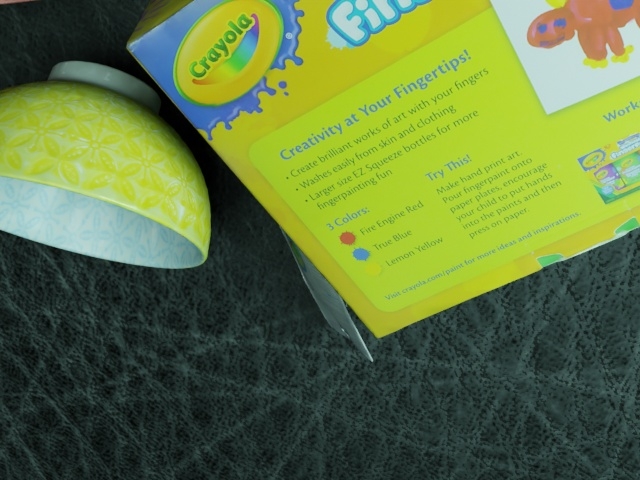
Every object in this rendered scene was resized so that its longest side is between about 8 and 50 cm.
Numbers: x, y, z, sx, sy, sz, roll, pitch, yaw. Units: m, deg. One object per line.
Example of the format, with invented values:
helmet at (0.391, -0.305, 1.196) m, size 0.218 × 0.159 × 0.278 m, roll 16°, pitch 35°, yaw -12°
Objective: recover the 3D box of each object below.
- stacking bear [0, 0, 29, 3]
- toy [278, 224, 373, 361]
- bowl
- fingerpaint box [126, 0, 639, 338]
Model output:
stacking bear at (-0.336, -0.366, 0.829) m, size 0.164 × 0.175 × 0.289 m, roll 1°, pitch 109°, yaw 18°
toy at (0.000, 0.000, 0.946) m, size 0.056 × 0.137 × 0.237 m, roll -32°, pitch 109°, yaw -9°
bowl at (-0.236, -0.086, 0.914) m, size 0.289 × 0.289 × 0.156 m, roll 10°, pitch 75°, yaw 11°
fingerpaint box at (0.137, -0.163, 0.749) m, size 0.444 × 0.163 × 0.371 m, roll -27°, pitch 120°, yaw 26°
